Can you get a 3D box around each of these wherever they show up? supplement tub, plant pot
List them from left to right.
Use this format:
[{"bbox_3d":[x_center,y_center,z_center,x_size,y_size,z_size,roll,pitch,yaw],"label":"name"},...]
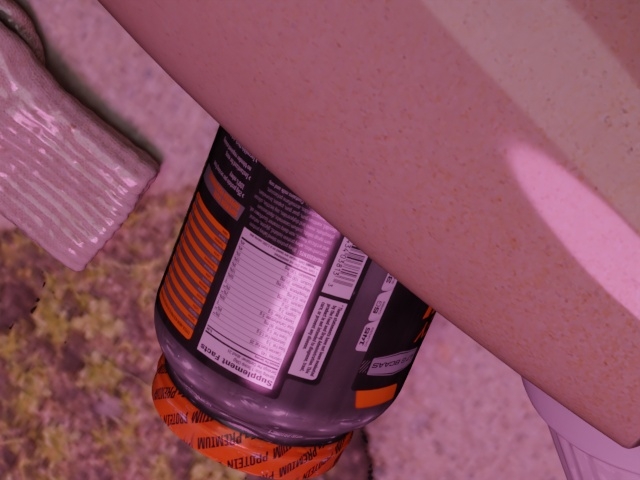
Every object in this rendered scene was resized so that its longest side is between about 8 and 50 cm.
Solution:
[{"bbox_3d":[0.000,0.000,0.769,0.117,0.117,0.190,26,114,8],"label":"supplement tub"},{"bbox_3d":[0.070,-0.080,0.578,0.256,0.256,0.274,-40,75,25],"label":"plant pot"}]

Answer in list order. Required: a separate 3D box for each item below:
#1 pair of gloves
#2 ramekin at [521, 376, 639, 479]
[{"bbox_3d":[-0.219,-0.026,0.873,0.240,0.042,0.204,-41,92,26],"label":"pair of gloves"},{"bbox_3d":[0.184,0.060,0.685,0.207,0.207,0.109,-6,117,20],"label":"ramekin"}]
